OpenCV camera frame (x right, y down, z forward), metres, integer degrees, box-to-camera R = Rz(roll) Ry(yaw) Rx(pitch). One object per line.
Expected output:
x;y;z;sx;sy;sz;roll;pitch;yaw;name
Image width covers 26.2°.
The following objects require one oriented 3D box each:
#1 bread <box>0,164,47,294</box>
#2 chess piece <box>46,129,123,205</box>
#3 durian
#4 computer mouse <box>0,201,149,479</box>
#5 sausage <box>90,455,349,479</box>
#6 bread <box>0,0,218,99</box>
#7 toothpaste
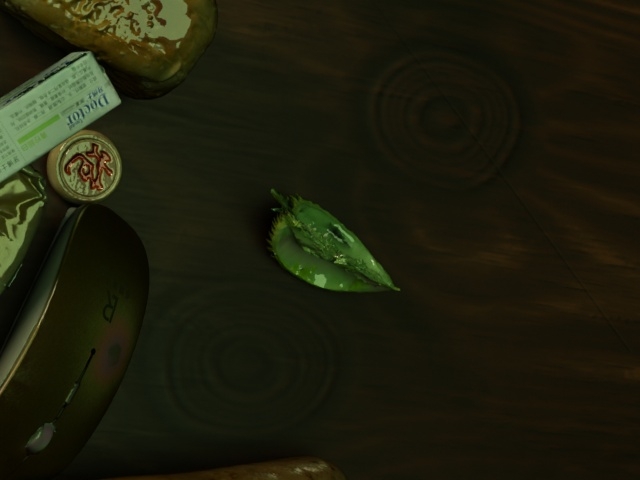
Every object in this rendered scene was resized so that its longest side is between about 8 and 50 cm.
-0.404;-0.031;1.396;0.210;0.110;0.192;25;85;-25;bread
-0.258;-0.079;1.505;0.084;0.038;0.083;-1;93;-28;chess piece
0.000;0.000;1.599;0.215;0.100;0.086;35;74;-30;durian
-0.267;0.112;1.448;0.158;0.072;0.310;47;61;-53;computer mouse
-0.170;0.308;1.482;0.501;0.136;0.123;0;110;-34;sausage
-0.225;-0.274;1.425;0.246;0.195;0.176;34;82;-24;bread
-0.349;-0.068;1.310;0.336;0.081;0.067;-36;110;-17;toothpaste
